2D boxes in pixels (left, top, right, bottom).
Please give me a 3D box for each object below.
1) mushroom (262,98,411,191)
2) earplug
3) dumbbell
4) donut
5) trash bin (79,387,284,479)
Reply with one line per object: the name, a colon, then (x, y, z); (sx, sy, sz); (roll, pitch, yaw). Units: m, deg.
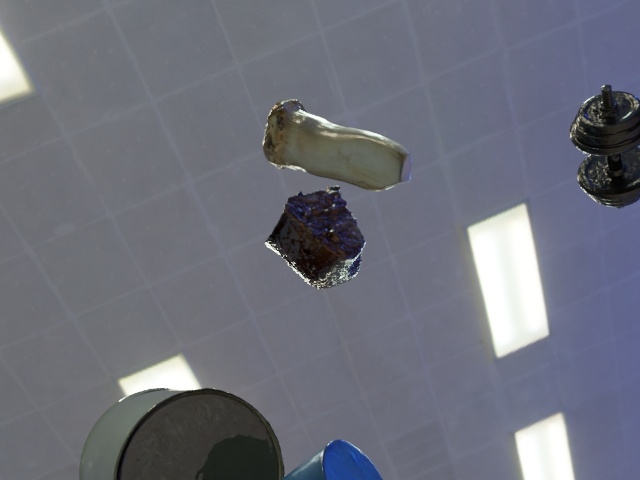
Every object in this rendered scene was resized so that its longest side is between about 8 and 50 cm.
mushroom: (0.019, -0.101, 0.714); (0.071, 0.209, 0.084); (-10, -65, -47)
earplug: (-0.053, 0.369, 0.784); (0.273, 0.132, 0.132); (-39, -61, 19)
dumbbell: (0.382, -0.116, 0.838); (0.099, 0.099, 0.209); (-29, -48, 3)
donut: (-0.006, 0.007, 0.930); (0.144, 0.126, 0.187); (-33, -16, -36)
trash bin: (-0.245, 0.382, 1.075); (0.280, 0.432, 0.281); (7, -107, -22)
